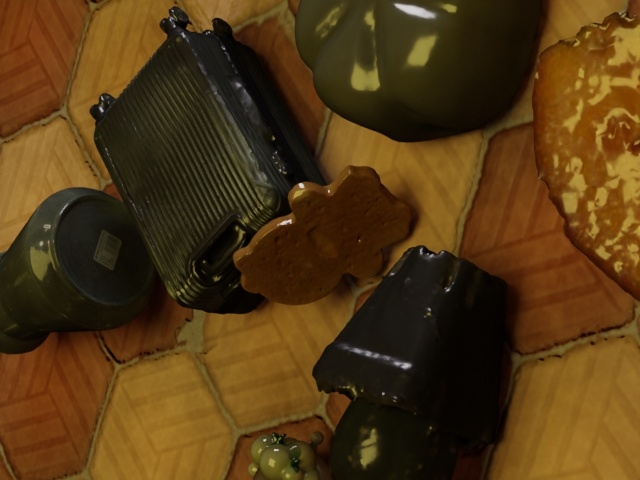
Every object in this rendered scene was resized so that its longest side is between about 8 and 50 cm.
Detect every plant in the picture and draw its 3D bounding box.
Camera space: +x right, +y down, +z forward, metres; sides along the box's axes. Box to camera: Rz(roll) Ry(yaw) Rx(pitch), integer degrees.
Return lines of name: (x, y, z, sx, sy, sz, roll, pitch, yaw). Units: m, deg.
plant: (0.088, 0.135, 1.674, 0.142, 0.164, 0.256, 11, 76, 40)

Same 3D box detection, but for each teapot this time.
teapot: (-0.308, 0.031, 2.067, 0.225, 0.171, 0.203, -25, 36, 45)

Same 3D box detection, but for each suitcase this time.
suitcase: (-0.119, -0.084, 1.915, 0.202, 0.128, 0.312, -47, 55, 28)

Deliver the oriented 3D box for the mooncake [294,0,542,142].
mooncake: (0.091, -0.232, 1.743, 0.275, 0.135, 0.275, -12, 71, 40)

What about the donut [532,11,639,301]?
donut: (0.403, -0.083, 1.413, 0.435, 0.163, 0.377, -24, 70, 36)

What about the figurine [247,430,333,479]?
figurine: (-0.040, 0.292, 1.810, 0.147, 0.094, 0.197, 12, 93, 54)

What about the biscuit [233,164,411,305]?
biscuit: (0.005, 0.000, 1.790, 0.184, 0.133, 0.027, -48, 28, 20)
